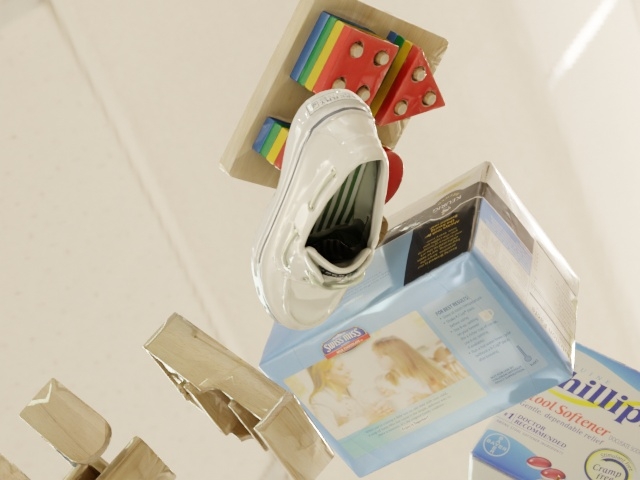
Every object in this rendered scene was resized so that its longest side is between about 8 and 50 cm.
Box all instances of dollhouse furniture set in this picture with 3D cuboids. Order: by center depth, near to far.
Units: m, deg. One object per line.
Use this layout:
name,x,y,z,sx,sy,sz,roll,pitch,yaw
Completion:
dollhouse furniture set,-0.136,0.208,1.200,0.242,0.161,0.212,-48,-38,-15

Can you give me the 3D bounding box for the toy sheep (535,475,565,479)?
toy sheep,0.274,0.343,1.732,0.132,0.091,0.091,-48,-60,-40

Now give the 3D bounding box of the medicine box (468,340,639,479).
medicine box,0.423,0.338,2.308,0.289,0.263,0.149,-50,-28,-30

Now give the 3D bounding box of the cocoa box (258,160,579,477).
cocoa box,0.134,0.107,1.855,0.231,0.347,0.228,49,-151,-19

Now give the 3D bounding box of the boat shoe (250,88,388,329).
boat shoe,0.000,0.000,1.011,0.226,0.083,0.076,96,154,-46

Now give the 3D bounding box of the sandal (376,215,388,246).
sandal,0.009,0.023,1.741,0.072,0.049,0.180,40,-110,6

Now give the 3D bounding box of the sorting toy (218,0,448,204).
sorting toy,0.041,-0.159,1.763,0.255,0.089,0.257,13,-71,-47
